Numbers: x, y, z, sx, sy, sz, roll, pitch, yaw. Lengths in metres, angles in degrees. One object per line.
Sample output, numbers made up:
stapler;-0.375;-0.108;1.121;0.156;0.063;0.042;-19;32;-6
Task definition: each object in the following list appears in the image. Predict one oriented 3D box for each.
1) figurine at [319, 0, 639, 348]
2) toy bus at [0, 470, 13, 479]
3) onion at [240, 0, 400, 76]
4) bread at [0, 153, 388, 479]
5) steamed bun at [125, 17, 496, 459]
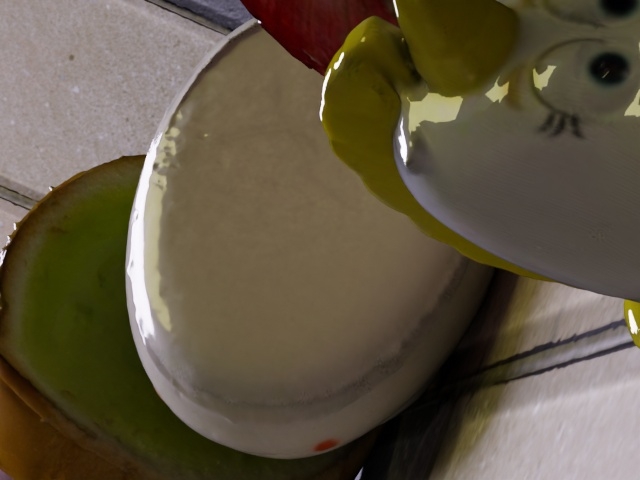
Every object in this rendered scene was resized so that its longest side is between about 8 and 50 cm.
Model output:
figurine;0.083;-0.010;0.420;0.130;0.178;0.109;-15;52;44
toy bus;-0.146;0.188;1.138;0.294;0.232;0.197;134;158;-67
onion;0.066;-0.154;0.584;0.276;0.276;0.276;-157;90;-82
bread;-0.071;0.058;1.022;0.070;0.236;0.236;118;172;-51
steamed bun;0.000;0.000;0.947;0.130;0.177;0.228;70;-143;-69
